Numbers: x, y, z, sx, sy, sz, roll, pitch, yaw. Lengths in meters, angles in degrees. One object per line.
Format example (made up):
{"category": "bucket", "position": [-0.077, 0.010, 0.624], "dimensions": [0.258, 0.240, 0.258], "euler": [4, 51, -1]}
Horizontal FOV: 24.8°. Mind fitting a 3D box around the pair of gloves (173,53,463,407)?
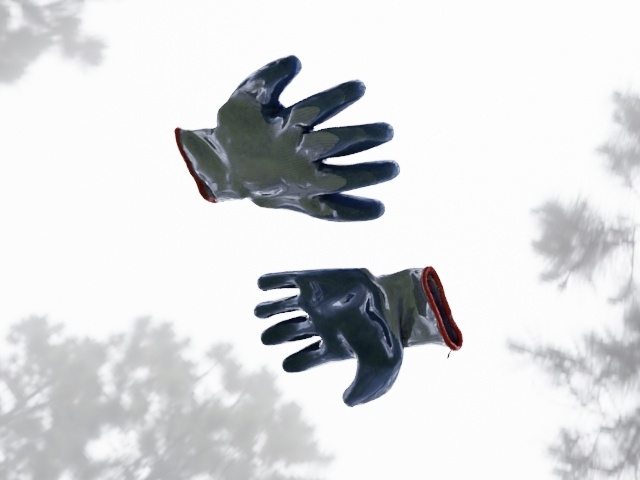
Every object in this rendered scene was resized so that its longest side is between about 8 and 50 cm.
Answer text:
{"category": "pair of gloves", "position": [0.000, 0.000, 0.772], "dimensions": [0.159, 0.023, 0.198], "euler": [-10, -71, 51]}
